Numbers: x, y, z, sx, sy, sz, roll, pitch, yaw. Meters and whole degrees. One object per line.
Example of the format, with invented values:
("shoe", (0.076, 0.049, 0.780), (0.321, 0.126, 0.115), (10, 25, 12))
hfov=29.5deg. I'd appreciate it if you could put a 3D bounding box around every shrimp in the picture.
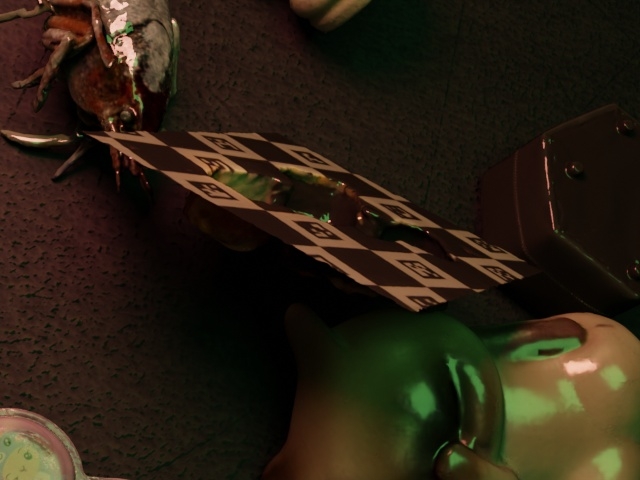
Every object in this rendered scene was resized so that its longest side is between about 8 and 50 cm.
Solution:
("shrimp", (-0.210, -0.219, 1.139), (0.221, 0.166, 0.410), (20, 64, -49))

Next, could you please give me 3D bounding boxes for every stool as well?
("stool", (0.292, -0.023, 1.311), (0.232, 0.141, 0.232), (10, 66, -23))

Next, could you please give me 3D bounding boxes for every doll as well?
("doll", (0.151, 0.167, 1.125), (0.370, 0.226, 0.214), (1, 104, -31))

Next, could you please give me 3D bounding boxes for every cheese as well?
("cheese", (-0.231, 0.206, 1.017), (0.191, 0.042, 0.105), (30, 61, -15))

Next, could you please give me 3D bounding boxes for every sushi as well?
("sushi", (0.000, 0.000, 1.062), (0.320, 0.068, 0.339), (28, 15, 21))

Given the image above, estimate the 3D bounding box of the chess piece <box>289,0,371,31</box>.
("chess piece", (-0.046, -0.368, 1.244), (0.298, 0.176, 0.175), (39, 58, -18))
